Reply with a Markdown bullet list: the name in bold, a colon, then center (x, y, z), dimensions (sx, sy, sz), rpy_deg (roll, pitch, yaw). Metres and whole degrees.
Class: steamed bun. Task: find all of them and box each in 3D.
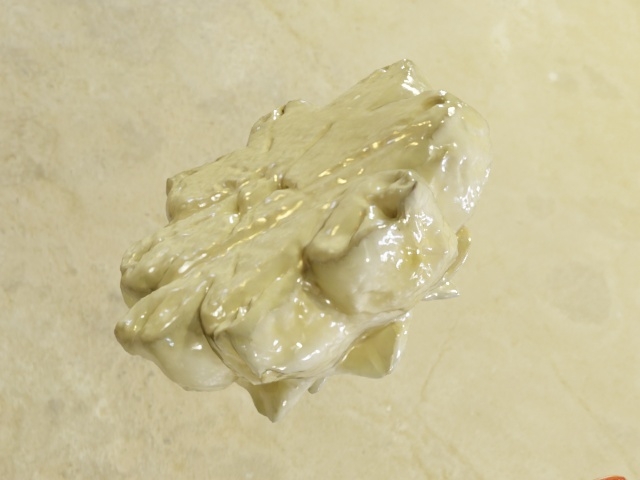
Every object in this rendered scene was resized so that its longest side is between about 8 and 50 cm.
- **steamed bun**: center (0.000, 0.000, 0.619), dimensions (0.137, 0.295, 0.292), rpy_deg (52, 57, -26)

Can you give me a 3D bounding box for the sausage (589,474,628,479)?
- **sausage**: center (0.167, 0.193, 0.613), dimensions (0.130, 0.034, 0.034), rpy_deg (-16, 56, -8)
